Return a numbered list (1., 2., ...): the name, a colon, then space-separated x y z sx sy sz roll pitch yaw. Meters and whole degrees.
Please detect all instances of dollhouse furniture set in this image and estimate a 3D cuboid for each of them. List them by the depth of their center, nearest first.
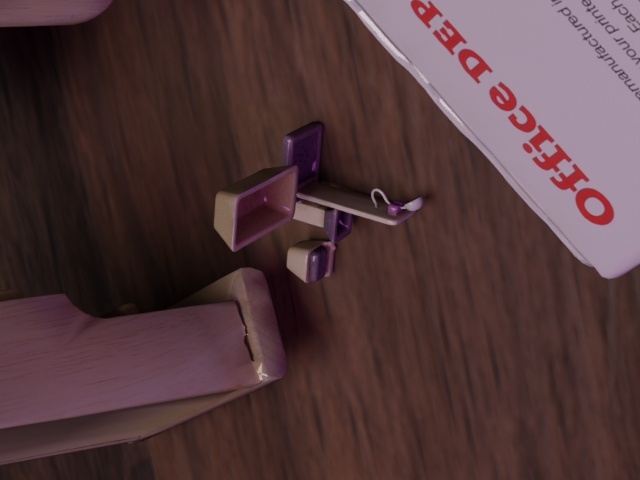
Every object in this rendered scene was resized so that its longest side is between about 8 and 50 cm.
1. dollhouse furniture set: 0.000 0.000 1.026 0.081 0.114 0.091 17 115 26
2. dollhouse furniture set: -0.211 -0.072 1.099 0.362 0.256 0.394 -28 73 51

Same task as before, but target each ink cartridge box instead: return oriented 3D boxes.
1. ink cartridge box: 0.154 -0.139 0.744 0.201 0.117 0.278 48 140 -1
